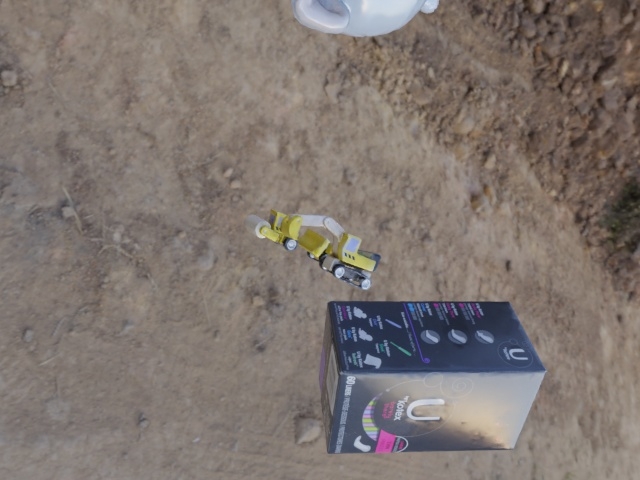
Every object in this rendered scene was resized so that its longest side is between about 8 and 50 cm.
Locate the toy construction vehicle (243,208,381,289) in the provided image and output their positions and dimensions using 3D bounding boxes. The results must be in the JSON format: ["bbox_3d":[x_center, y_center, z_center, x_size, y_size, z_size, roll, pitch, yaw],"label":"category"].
[{"bbox_3d":[0.000,0.000,0.442,0.098,0.086,0.035,26,91,-30],"label":"toy construction vehicle"}]

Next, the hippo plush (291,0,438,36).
[{"bbox_3d":[-0.023,-0.231,0.336,0.234,0.294,0.236,-22,81,-42],"label":"hippo plush"}]

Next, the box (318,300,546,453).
[{"bbox_3d":[0.141,0.188,0.845,0.143,0.270,0.165,-100,-167,-55],"label":"box"}]
